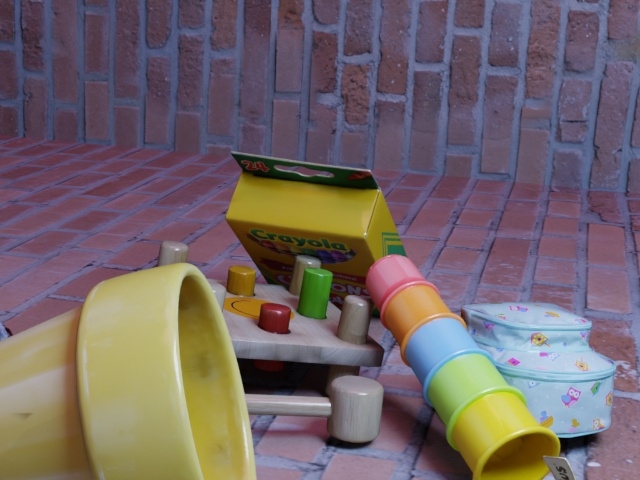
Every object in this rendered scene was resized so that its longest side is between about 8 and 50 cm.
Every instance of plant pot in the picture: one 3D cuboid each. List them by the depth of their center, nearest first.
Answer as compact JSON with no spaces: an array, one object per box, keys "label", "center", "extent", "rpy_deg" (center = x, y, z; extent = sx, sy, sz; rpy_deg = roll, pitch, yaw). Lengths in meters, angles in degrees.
[{"label":"plant pot","center":[-0.197,0.165,0.925],"extent":[0.239,0.253,0.254],"rpy_deg":[-13,14,4]}]

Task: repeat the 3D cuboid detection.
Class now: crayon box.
[{"label":"crayon box","center":[0.000,0.000,1.512],"extent":[0.202,0.081,0.318],"rpy_deg":[8,-25,21]}]

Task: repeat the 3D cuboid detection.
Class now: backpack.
[{"label":"backpack","center":[0.238,0.145,1.237],"extent":[0.166,0.144,0.188],"rpy_deg":[2,17,-24]}]

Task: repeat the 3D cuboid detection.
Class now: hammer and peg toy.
[{"label":"hammer and peg toy","center":[-0.068,0.105,1.291],"extent":[0.266,0.127,0.361],"rpy_deg":[7,12,-21]}]

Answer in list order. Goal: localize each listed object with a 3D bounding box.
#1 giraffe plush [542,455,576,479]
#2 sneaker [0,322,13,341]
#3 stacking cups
[{"label":"giraffe plush","center":[0.151,0.275,0.708],"extent":[0.170,0.210,0.181],"rpy_deg":[-37,3,-32]},{"label":"sneaker","center":[-0.383,0.152,1.004],"extent":[0.104,0.125,0.262],"rpy_deg":[32,40,9]},{"label":"stacking cups","center":[0.128,0.132,1.171],"extent":[0.096,0.096,0.316],"rpy_deg":[-4,35,-25]}]
